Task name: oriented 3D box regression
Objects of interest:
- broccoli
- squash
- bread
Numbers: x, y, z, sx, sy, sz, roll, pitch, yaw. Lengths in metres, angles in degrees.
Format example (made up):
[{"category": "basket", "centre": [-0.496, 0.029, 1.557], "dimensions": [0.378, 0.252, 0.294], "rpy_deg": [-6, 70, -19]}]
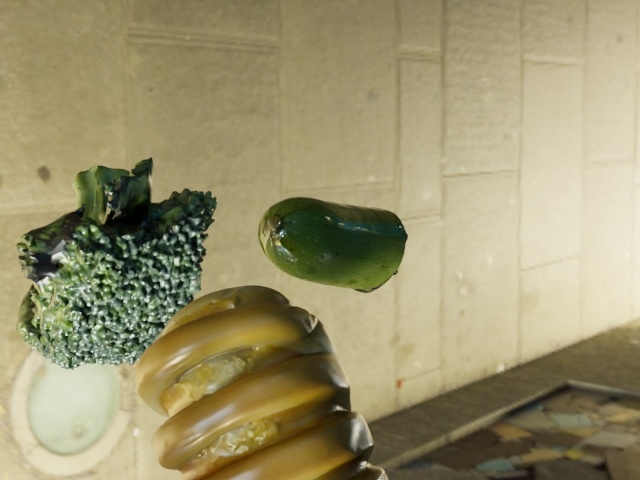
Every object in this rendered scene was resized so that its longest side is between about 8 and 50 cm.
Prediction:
[{"category": "broccoli", "centre": [-0.304, 0.043, 1.469], "dimensions": [0.277, 0.338, 0.317], "rpy_deg": [5, 86, -13]}, {"category": "squash", "centre": [0.000, 0.000, 0.993], "dimensions": [0.188, 0.095, 0.095], "rpy_deg": [10, 86, -54]}, {"category": "bread", "centre": [-0.039, 0.187, 0.784], "dimensions": [0.311, 0.173, 0.121], "rpy_deg": [65, 8, 7]}]
